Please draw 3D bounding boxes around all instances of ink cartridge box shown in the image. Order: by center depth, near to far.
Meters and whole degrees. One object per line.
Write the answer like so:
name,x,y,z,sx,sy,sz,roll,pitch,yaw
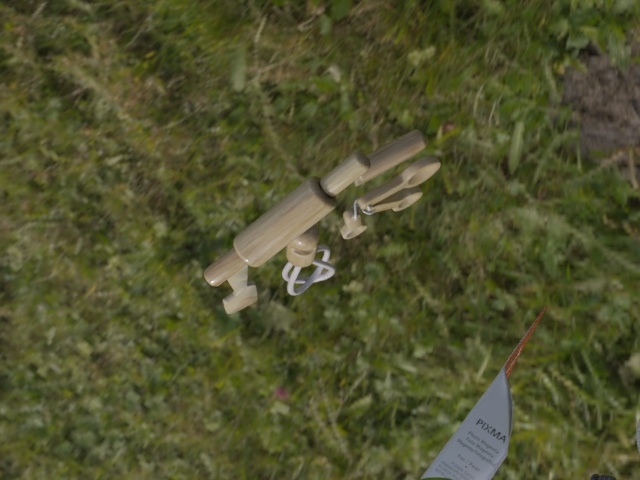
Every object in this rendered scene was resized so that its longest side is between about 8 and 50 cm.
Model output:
ink cartridge box,0.150,0.194,1.191,0.066,0.232,0.189,39,155,14

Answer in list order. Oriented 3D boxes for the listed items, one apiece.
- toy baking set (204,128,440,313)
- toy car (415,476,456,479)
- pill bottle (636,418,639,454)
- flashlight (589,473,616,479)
toy baking set,-0.002,-0.001,1.032,0.256,0.197,0.030,-36,72,19
toy car,0.053,0.223,0.701,0.159,0.136,0.182,3,78,-20
pill bottle,0.410,0.114,0.953,0.323,0.181,0.181,-41,99,15
flashlight,0.243,0.366,1.144,0.103,0.103,0.304,9,77,44
